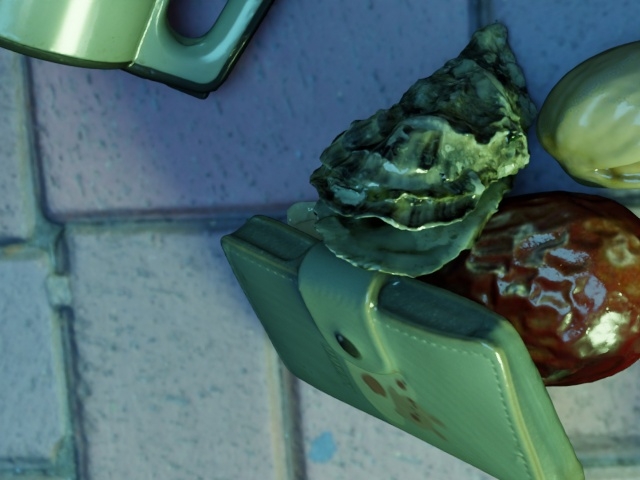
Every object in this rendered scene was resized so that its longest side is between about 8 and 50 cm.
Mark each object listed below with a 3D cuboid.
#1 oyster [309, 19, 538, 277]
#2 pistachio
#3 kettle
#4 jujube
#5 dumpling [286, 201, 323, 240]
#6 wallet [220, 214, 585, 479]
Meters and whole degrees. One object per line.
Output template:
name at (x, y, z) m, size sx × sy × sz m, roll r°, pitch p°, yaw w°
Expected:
oyster at (0.103, -0.086, 1.608) m, size 0.162 × 0.351 × 0.158 m, roll 30°, pitch 135°, yaw 7°
pistachio at (0.312, -0.121, 1.609) m, size 0.238 × 0.138 × 0.153 m, roll -11°, pitch 58°, yaw 19°
kettle at (-0.178, -0.355, 1.728) m, size 0.361 × 0.250 × 0.376 m, roll 17°, pitch 106°, yaw -12°
jujube at (0.199, 0.046, 1.642) m, size 0.243 × 0.183 × 0.183 m, roll -2°, pitch 95°, yaw 21°
dumpling at (0.000, 0.001, 1.787) m, size 0.076 × 0.057 × 0.052 m, roll 57°, pitch 151°, yaw 32°
wallet at (0.066, 0.103, 1.617) m, size 0.360 × 0.252 × 0.083 m, roll 22°, pitch 62°, yaw 43°
